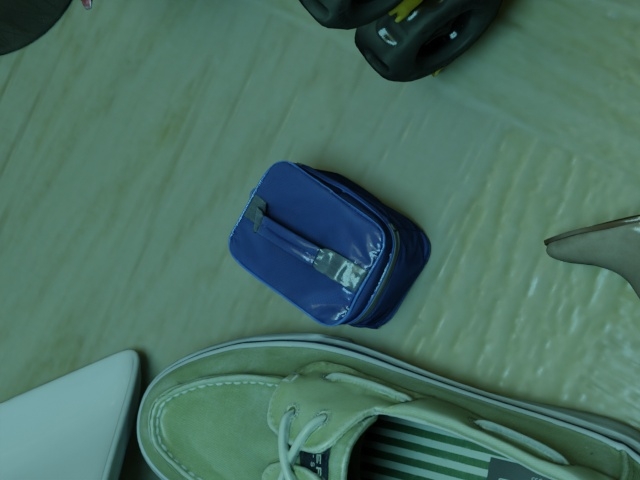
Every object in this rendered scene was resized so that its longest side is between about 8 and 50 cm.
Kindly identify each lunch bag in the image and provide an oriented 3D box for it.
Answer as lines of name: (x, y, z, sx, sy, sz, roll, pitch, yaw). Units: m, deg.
lunch bag: (0.000, 0.000, 0.727, 0.098, 0.065, 0.067, 33, 100, 26)

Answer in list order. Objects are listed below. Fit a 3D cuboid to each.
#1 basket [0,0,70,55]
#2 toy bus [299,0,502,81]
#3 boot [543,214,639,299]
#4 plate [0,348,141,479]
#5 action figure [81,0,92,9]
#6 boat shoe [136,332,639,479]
basket: (-0.286, -0.211, 0.809, 0.204, 0.227, 0.154, 25, 97, 27)
toy bus: (0.060, -0.200, 0.638, 0.211, 0.220, 0.149, -36, 73, 13)
boot: (0.171, 0.028, 0.650, 0.118, 0.042, 0.087, -14, 86, 33)
plate: (-0.220, 0.213, 0.764, 0.277, 0.045, 0.278, -24, 35, 24)
action figure: (-0.165, -0.290, 0.744, 0.275, 0.248, 0.370, -17, 74, 26)
boat shoe: (0.024, 0.105, 0.686, 0.302, 0.094, 0.109, 4, 86, 28)
